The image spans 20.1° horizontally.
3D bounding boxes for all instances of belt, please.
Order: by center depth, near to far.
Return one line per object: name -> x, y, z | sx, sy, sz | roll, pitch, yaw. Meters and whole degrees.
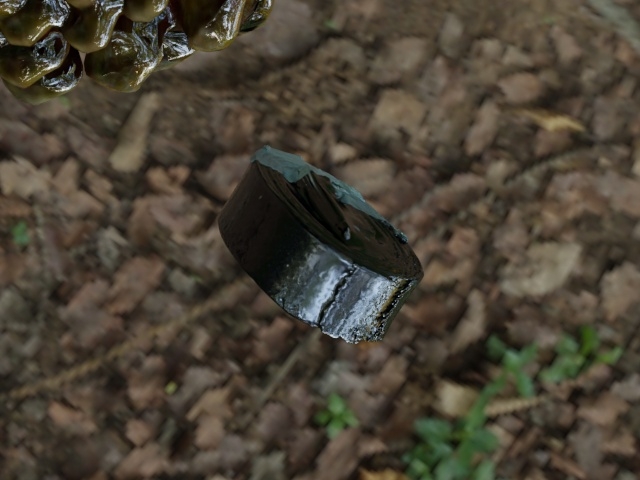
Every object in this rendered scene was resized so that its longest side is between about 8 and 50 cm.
belt -> 0.000, 0.000, 1.475 | 0.151, 0.198, 0.078 | 16, 114, -42

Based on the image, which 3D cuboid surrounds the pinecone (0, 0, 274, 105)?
pinecone -> -0.154, -0.305, 1.137 | 0.398, 0.398, 0.397 | -15, 118, -30
